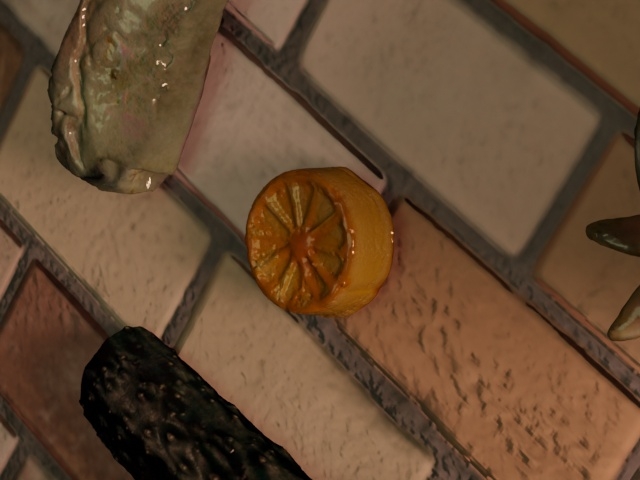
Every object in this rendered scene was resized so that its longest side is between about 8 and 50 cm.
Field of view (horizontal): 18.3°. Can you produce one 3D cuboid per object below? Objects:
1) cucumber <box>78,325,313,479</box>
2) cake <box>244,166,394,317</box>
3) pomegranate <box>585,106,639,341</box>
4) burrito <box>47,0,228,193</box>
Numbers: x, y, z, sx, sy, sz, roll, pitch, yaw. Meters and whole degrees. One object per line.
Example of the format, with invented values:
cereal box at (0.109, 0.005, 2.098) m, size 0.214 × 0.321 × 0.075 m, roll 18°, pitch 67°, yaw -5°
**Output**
cucumber at (-0.070, 0.131, 1.112) m, size 0.211 × 0.062 × 0.078 m, roll 37°, pitch 112°, yaw 34°
cake at (0.000, 0.000, 1.068) m, size 0.084 × 0.044 × 0.084 m, roll 0°, pitch 90°, yaw 41°
pomegranate at (0.202, -0.023, 0.828) m, size 0.224 × 0.181 × 0.181 m, roll -41°, pitch 63°, yaw 54°
burrito at (-0.083, -0.171, 1.129) m, size 0.096 × 0.066 × 0.309 m, roll 32°, pitch 110°, yaw 31°
